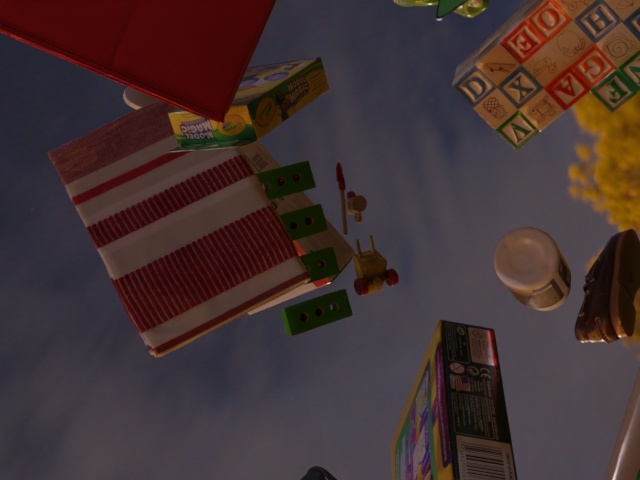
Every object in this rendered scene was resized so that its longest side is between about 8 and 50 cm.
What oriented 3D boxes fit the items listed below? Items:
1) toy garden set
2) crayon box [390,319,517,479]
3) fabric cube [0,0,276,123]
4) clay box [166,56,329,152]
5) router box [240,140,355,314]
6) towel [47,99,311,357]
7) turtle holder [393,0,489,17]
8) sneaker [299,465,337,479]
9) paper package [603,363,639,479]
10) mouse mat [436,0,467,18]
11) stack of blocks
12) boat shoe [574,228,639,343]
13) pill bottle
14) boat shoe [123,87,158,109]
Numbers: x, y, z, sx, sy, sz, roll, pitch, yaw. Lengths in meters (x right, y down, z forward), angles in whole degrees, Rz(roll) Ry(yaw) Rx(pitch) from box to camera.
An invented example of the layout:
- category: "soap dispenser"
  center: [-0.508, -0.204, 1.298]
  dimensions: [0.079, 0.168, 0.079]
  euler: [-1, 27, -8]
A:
- category: "toy garden set"
  center: [0.000, 0.000, 1.510]
  dimensions: [0.204, 0.049, 0.244]
  euler: [-17, -87, -27]
- category: "crayon box"
  center: [0.196, 0.360, 1.540]
  dimensions: [0.363, 0.106, 0.313]
  euler: [-86, 8, -54]
- category: "fabric cube"
  center: [-0.183, -0.293, 1.051]
  dimensions: [0.259, 0.254, 0.258]
  euler: [22, -87, -17]
- category: "clay box"
  center: [-0.097, -0.176, 1.288]
  dimensions: [0.222, 0.127, 0.053]
  euler: [-43, -56, -51]
- category: "router box"
  center: [-0.142, -0.039, 1.744]
  dimensions: [0.335, 0.301, 0.082]
  euler: [48, -123, -10]
- category: "towel"
  center: [-0.190, -0.033, 1.331]
  dimensions: [0.237, 0.329, 0.037]
  euler: [-27, -15, -11]
- category: "turtle holder"
  center: [0.196, -0.573, 1.945]
  dimensions: [0.227, 0.243, 0.320]
  euler: [19, -115, -76]
- category: "sneaker"
  center: [-0.047, 0.465, 1.562]
  dimensions: [0.146, 0.122, 0.330]
  euler: [-32, -15, -34]
- category: "paper package"
  center: [0.412, 0.186, 1.023]
  dimensions: [0.324, 0.168, 0.309]
  euler: [-68, -26, -10]
- category: "mouse mat"
  center: [0.282, -0.470, 1.723]
  dimensions: [0.007, 0.190, 0.152]
  euler: [43, -141, -27]
- category: "stack of blocks"
  center: [0.338, -0.252, 1.284]
  dimensions: [0.171, 0.297, 0.087]
  euler: [43, -152, -11]
- category: "boat shoe"
  center: [0.386, 0.059, 1.332]
  dimensions: [0.073, 0.073, 0.207]
  euler: [56, -141, -19]
- category: "pill bottle"
  center: [0.262, 0.039, 1.207]
  dimensions: [0.137, 0.078, 0.078]
  euler: [39, -116, -62]
- category: "boat shoe"
  center: [-0.246, -0.211, 1.572]
  dimensions: [0.142, 0.040, 0.049]
  euler: [7, -121, -25]
